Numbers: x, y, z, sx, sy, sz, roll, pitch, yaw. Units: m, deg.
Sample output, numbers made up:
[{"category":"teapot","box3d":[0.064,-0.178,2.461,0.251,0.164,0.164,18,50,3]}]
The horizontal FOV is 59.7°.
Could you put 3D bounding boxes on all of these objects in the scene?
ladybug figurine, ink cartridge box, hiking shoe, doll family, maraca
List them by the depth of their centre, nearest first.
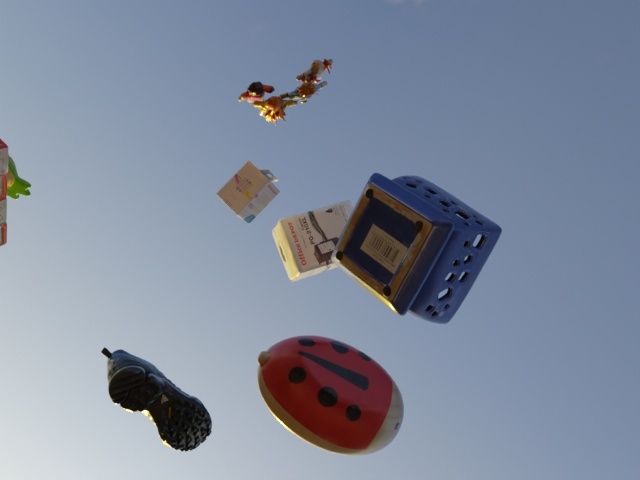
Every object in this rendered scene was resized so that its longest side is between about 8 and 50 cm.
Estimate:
[{"category":"hiking shoe","box3d":[-0.339,0.334,1.196,0.132,0.113,0.304,38,-17,51]},{"category":"maraca","box3d":[-0.769,-0.164,1.313,0.127,0.099,0.186,-9,-42,25]},{"category":"doll family","box3d":[-0.073,-0.371,1.430,0.163,0.262,0.119,-153,-139,-81]},{"category":"ink cartridge box","box3d":[-0.184,-0.133,1.481,0.143,0.092,0.090,-46,-109,-2]},{"category":"ladybug figurine","box3d":[0.040,0.399,1.507,0.449,0.305,0.162,25,-44,-12]},{"category":"ink cartridge box","box3d":[0.000,0.000,1.651,0.172,0.237,0.100,69,-23,11]}]

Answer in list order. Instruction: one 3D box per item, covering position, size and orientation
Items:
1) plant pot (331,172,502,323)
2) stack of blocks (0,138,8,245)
[{"category":"plant pot","box3d":[0.172,0.010,1.093,0.236,0.212,0.236,38,-70,35]},{"category":"stack of blocks","box3d":[-0.444,-0.088,0.603,0.087,0.171,0.297,41,-48,14]}]
